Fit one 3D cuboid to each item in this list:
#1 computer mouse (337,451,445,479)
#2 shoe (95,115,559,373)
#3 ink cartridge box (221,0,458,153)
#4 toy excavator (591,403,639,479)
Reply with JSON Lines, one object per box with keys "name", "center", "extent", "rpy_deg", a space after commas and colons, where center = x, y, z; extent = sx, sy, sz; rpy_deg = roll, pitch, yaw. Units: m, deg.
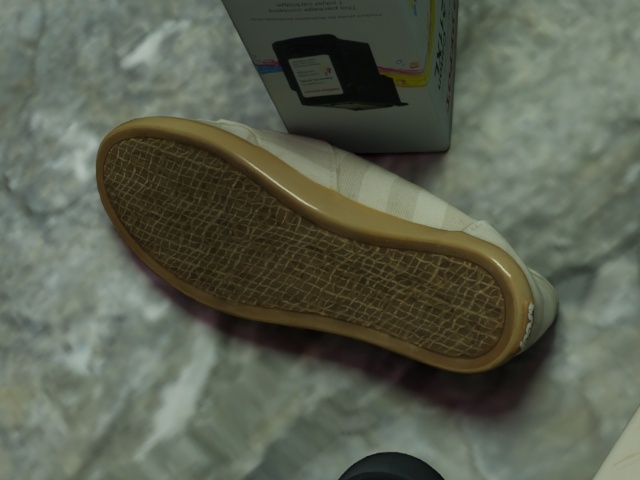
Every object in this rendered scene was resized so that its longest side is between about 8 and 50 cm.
{"name": "computer mouse", "center": [0.044, 0.198, 0.679], "extent": [0.071, 0.041, 0.242], "rpy_deg": [-16, 71, 25]}
{"name": "shoe", "center": [0.000, 0.000, 0.766], "extent": [0.219, 0.058, 0.077], "rpy_deg": [22, 113, 26]}
{"name": "ink cartridge box", "center": [0.011, -0.128, 0.746], "extent": [0.072, 0.175, 0.127], "rpy_deg": [-1, 68, 13]}
{"name": "toy excavator", "center": [0.291, -0.004, 0.621], "extent": [0.445, 0.222, 0.433], "rpy_deg": [-1, 67, 30]}
